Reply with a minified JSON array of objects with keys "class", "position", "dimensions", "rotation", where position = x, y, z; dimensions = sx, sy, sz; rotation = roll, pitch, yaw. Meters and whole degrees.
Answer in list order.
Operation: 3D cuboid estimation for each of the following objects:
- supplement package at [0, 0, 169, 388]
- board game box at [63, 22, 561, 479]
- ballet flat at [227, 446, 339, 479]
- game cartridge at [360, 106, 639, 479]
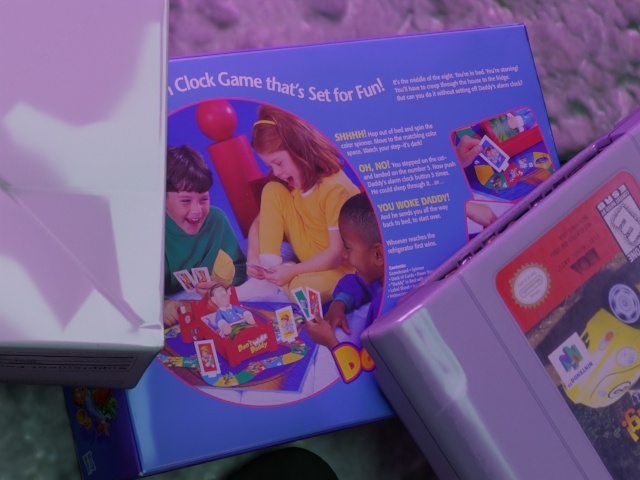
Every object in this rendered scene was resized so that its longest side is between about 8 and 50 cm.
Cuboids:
[{"class":"supplement package","position":[-0.212,-0.038,0.914],"dimensions":[0.261,0.145,0.204],"rotation":[3,78,-11]},{"class":"board game box","position":[0.000,0.000,1.124],"dimensions":[0.347,0.078,0.233],"rotation":[-9,82,-33]},{"class":"ballet flat","position":[-0.056,0.222,1.020],"dimensions":[0.095,0.096,0.280],"rotation":[48,58,-12]},{"class":"game cartridge","position":[0.175,0.060,1.139],"dimensions":[0.294,0.060,0.196],"rotation":[-38,102,-33]}]
